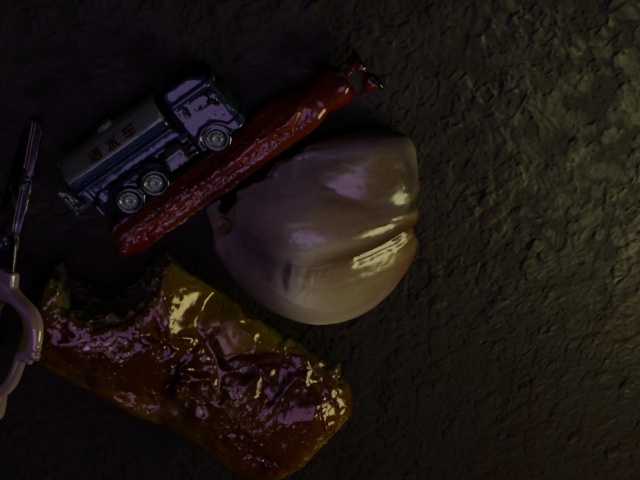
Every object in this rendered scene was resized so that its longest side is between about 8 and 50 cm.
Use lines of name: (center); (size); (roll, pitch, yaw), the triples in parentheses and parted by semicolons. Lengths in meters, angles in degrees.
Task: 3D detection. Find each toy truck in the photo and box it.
toy truck: (-0.174, -0.097, 1.115); (0.201, 0.074, 0.088); (-33, 112, 11)

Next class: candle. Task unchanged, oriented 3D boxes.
candle: (-0.086, -0.087, 1.145); (0.329, 0.051, 0.048); (-34, 135, 11)

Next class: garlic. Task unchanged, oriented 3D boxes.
garlic: (0.000, 0.000, 1.184); (0.227, 0.110, 0.217); (-11, 126, -4)

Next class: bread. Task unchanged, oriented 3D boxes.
bread: (-0.141, 0.131, 1.237); (0.380, 0.109, 0.185); (34, 111, -25)

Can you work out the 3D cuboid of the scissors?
scissors: (-0.332, 0.026, 1.146); (0.160, 0.024, 0.318); (23, 105, 26)
